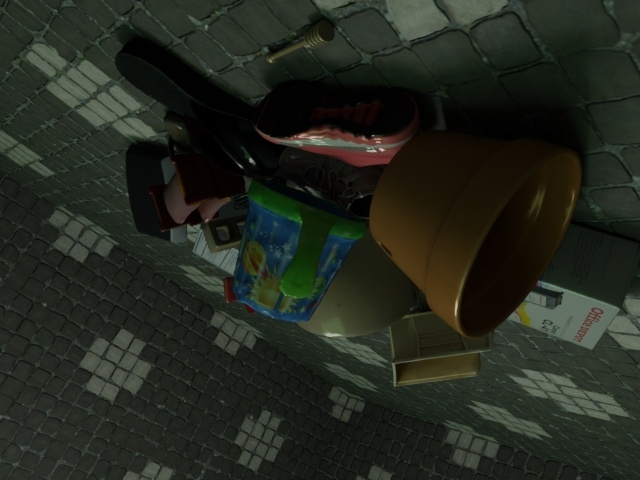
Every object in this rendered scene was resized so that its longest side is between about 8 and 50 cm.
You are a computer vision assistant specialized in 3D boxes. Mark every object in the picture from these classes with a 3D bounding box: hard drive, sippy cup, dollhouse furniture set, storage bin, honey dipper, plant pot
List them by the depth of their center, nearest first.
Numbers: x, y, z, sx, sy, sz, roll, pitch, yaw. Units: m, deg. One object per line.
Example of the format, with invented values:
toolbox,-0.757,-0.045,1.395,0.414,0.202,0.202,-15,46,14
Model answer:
plant pot,0.210,-0.034,0.863,0.203,0.291,0.291,34,167,34
honey dipper,-0.036,-0.287,0.876,0.030,0.030,0.160,38,160,-28
sippy cup,-0.058,0.025,1.127,0.240,0.224,0.305,25,-171,23
plant pot,0.058,0.056,1.321,0.284,0.284,0.191,11,122,39
dollhouse furniture set,-0.241,0.000,1.338,0.201,0.152,0.374,-34,74,54
storage bin,0.312,0.283,1.561,0.260,0.123,0.262,-8,153,4
hard drive,-0.438,-0.120,1.567,0.172,0.054,0.255,15,121,26

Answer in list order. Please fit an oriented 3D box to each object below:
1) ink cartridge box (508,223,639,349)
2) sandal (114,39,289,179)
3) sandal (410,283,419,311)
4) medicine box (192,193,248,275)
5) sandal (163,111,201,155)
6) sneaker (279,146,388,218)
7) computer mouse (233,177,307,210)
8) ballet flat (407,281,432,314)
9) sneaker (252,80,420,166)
ink cartridge box,0.369,0.055,1.058,0.306,0.131,0.226,21,159,21
sandal,-0.206,-0.213,1.156,0.445,0.107,0.167,30,161,-10
sandal,0.153,0.133,1.571,0.302,0.086,0.120,5,119,48
medicine box,-0.187,0.013,1.634,0.289,0.149,0.263,30,160,-8
sandal,-0.317,-0.211,1.375,0.090,0.060,0.219,23,160,12
sneaker,0.050,-0.103,1.059,0.281,0.115,0.105,17,136,13
computer mouse,-0.063,-0.069,1.426,0.184,0.060,0.262,-22,135,40
ballet flat,0.265,0.184,1.588,0.091,0.077,0.241,16,157,33
sneaker,0.023,-0.169,0.965,0.313,0.116,0.136,14,158,32
